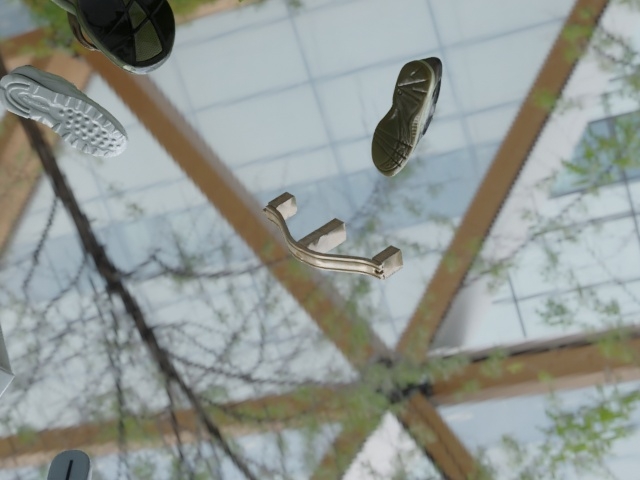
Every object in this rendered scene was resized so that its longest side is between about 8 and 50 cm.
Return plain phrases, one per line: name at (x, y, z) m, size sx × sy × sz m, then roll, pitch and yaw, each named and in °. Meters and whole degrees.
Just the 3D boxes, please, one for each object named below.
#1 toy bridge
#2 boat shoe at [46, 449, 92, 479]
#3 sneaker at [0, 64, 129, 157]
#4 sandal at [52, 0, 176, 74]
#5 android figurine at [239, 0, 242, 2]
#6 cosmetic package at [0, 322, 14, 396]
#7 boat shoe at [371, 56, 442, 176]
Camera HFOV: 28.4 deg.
toy bridge at (0.000, 0.000, 1.357) m, size 0.063 × 0.026 × 0.188 m, roll -33°, pitch -138°, yaw -31°
boat shoe at (-0.334, 0.380, 1.638) m, size 0.083 × 0.076 × 0.226 m, roll 5°, pitch -139°, yaw 9°
sneaker at (-0.419, -0.226, 2.121) m, size 0.090 × 0.235 × 0.095 m, roll -58°, pitch -179°, yaw 28°
sandal at (-0.294, -0.309, 1.702) m, size 0.120 × 0.086 × 0.303 m, roll -28°, pitch -129°, yaw -26°
android figurine at (-0.156, -0.448, 1.631) m, size 0.056 × 0.273 × 0.248 m, roll -14°, pitch -146°, yaw 47°
cosmetic package at (-0.510, 0.124, 1.550) m, size 0.197 × 0.155 × 0.365 m, roll -52°, pitch -150°, yaw 8°
boat shoe at (0.147, -0.199, 2.039) m, size 0.080 × 0.224 × 0.073 m, roll 40°, pitch -135°, yaw 25°
